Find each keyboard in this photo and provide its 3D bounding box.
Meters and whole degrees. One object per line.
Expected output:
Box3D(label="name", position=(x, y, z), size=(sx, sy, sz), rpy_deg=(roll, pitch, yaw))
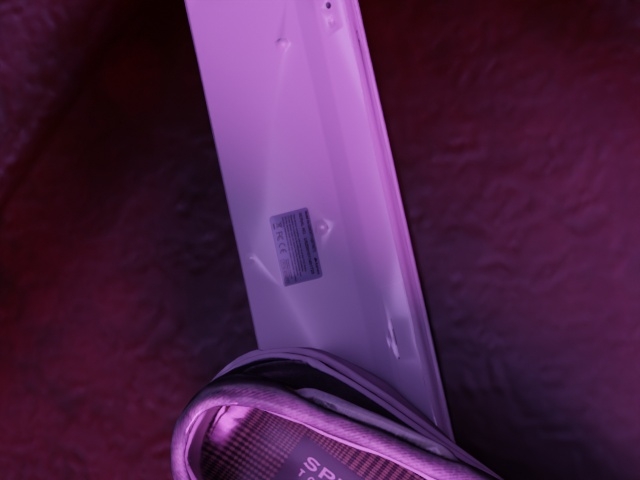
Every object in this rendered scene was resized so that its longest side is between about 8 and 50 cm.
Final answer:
Box3D(label="keyboard", position=(0.000, 0.000, 0.705), size=(0.072, 0.014, 0.256), rpy_deg=(-15, 83, 25))

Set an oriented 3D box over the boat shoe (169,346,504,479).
Box3D(label="boat shoe", position=(0.079, 0.159, 0.605), size=(0.335, 0.119, 0.121), rpy_deg=(32, 98, 11))
